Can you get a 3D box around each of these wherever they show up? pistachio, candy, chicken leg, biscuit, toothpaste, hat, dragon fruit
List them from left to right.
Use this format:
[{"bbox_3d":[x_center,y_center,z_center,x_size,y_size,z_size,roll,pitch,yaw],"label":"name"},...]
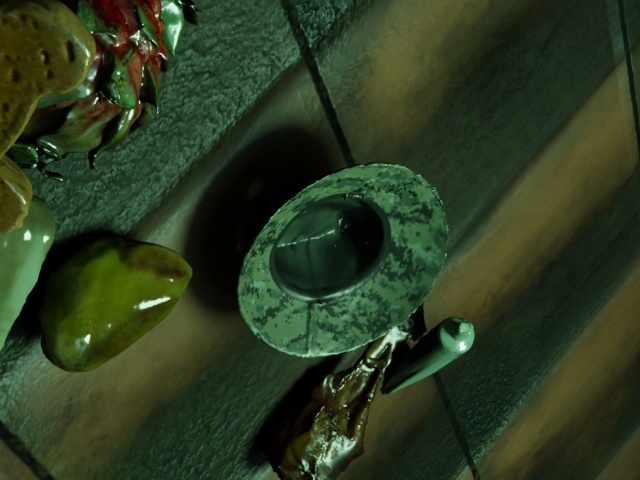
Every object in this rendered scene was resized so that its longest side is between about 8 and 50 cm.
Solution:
[{"bbox_3d":[-0.311,-0.082,1.100,0.049,0.205,0.324,-83,-160,-54],"label":"biscuit"},{"bbox_3d":[-0.325,0.051,1.244,0.104,0.102,0.234,18,100,-56],"label":"candy"},{"bbox_3d":[-0.207,-0.148,1.176,0.182,0.182,0.189,73,31,-49],"label":"dragon fruit"},{"bbox_3d":[-0.212,0.061,1.408,0.189,0.100,0.110,-40,166,-42],"label":"pistachio"},{"bbox_3d":[0.000,0.000,1.601,0.265,0.128,0.266,-18,126,-26],"label":"hat"},{"bbox_3d":[0.044,0.186,1.831,0.304,0.113,0.093,-55,176,-12],"label":"chicken leg"},{"bbox_3d":[0.144,0.148,1.882,0.268,0.047,0.069,128,-24,-66],"label":"toothpaste"}]
